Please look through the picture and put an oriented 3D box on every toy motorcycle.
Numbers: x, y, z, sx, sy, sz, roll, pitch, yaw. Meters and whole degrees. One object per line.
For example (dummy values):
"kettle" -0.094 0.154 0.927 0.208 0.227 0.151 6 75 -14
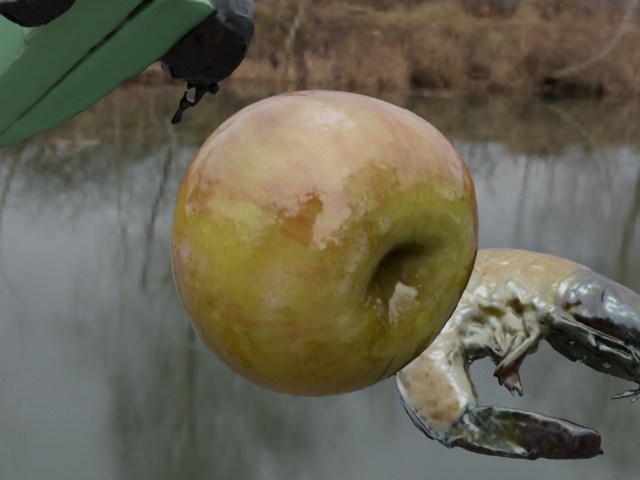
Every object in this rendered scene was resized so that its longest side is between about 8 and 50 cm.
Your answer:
"toy motorcycle" -0.122 -0.135 0.525 0.125 0.331 0.196 12 47 -47

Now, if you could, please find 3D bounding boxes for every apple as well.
"apple" 0.000 0.000 1.102 0.286 0.286 0.233 -9 24 -43

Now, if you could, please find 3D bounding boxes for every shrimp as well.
"shrimp" 0.268 0.137 1.290 0.445 0.085 0.272 17 54 30
